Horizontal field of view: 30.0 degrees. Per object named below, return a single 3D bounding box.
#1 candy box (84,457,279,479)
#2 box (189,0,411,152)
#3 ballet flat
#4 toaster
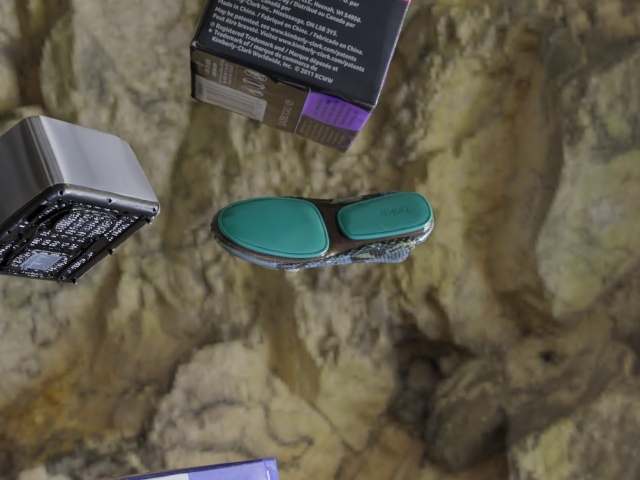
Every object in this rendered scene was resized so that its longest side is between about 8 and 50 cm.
[{"bbox_3d":[-0.226,0.272,1.002,0.268,0.122,0.317,2,162,-43],"label":"candy box"},{"bbox_3d":[0.007,-0.229,0.933,0.143,0.270,0.165,20,170,-4],"label":"box"},{"bbox_3d":[0.000,0.000,0.959,0.188,0.070,0.070,-2,-171,-19],"label":"ballet flat"},{"bbox_3d":[-0.301,-0.037,1.302,0.168,0.110,0.185,-37,154,25],"label":"toaster"}]
